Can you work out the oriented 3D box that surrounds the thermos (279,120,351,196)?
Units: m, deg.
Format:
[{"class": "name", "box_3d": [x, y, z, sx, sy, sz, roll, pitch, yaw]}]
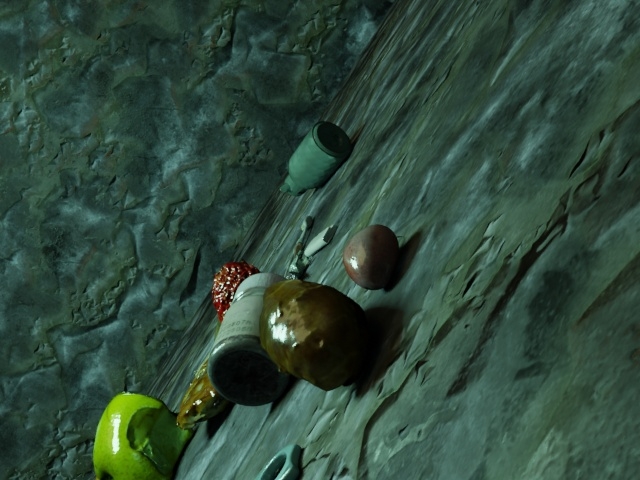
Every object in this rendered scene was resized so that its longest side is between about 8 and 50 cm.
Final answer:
[{"class": "thermos", "box_3d": [-0.016, -0.254, 2.364, 0.182, 0.145, 0.286, -25, -14, -39]}]

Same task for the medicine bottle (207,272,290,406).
[{"class": "medicine bottle", "box_3d": [-0.126, 0.196, 1.490, 0.165, 0.165, 0.273, -53, 12, 25]}]

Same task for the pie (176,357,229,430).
[{"class": "pie", "box_3d": [-0.264, 0.358, 1.852, 0.308, 0.085, 0.308, -51, 9, 11]}]

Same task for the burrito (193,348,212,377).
[{"class": "burrito", "box_3d": [-0.339, 0.371, 2.277, 0.185, 0.041, 0.045, -55, -31, 15]}]

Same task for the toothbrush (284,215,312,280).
[{"class": "toothbrush", "box_3d": [-0.065, 0.032, 2.041, 0.037, 0.028, 0.375, -58, 9, 32]}]

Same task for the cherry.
[{"class": "cherry", "box_3d": [0.087, 0.025, 1.232, 0.106, 0.087, 0.126, -59, 7, 14]}]

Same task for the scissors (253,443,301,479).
[{"class": "scissors", "box_3d": [-0.128, 0.431, 1.201, 0.191, 0.029, 0.360, -59, 8, -28]}]

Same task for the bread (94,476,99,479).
[{"class": "bread", "box_3d": [-0.584, 0.708, 2.117, 0.337, 0.148, 0.328, -59, 11, -9]}]

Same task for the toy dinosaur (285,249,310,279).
[{"class": "toy dinosaur", "box_3d": [-0.063, 0.076, 1.865, 0.082, 0.039, 0.209, -59, 0, 8]}]

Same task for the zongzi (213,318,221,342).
[{"class": "zongzi", "box_3d": [-0.285, 0.241, 2.110, 0.189, 0.081, 0.178, -60, -28, -8]}]

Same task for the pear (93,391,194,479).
[{"class": "pear", "box_3d": [-0.484, 0.547, 1.886, 0.164, 0.238, 0.255, -41, 17, 39]}]

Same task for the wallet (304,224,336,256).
[{"class": "wallet", "box_3d": [0.000, 0.000, 1.856, 0.061, 0.025, 0.122, -56, 8, -29]}]

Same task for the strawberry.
[{"class": "strawberry", "box_3d": [-0.216, 0.163, 1.976, 0.187, 0.184, 0.201, 133, 156, -58]}]

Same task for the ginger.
[{"class": "ginger", "box_3d": [-0.018, 0.141, 1.186, 0.165, 0.172, 0.321, -19, 2, -10]}]
